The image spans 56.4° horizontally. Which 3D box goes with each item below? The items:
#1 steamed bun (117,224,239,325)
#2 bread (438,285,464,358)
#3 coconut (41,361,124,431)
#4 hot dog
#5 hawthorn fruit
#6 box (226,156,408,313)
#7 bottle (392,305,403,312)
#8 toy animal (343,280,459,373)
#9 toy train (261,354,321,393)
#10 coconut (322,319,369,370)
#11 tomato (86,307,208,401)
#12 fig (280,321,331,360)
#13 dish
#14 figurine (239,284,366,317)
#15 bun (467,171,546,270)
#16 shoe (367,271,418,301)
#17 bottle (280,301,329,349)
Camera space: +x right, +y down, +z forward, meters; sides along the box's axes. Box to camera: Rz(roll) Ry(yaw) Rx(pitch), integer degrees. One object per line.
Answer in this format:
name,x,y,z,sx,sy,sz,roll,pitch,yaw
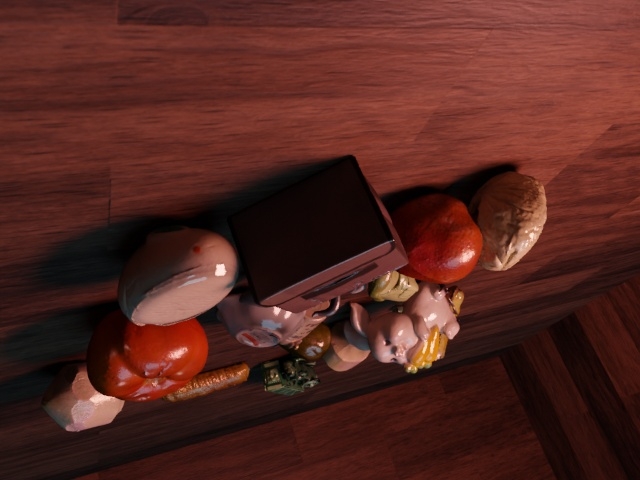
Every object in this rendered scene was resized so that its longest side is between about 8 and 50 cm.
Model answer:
steamed bun,-0.245,0.052,1.025,0.228,0.130,0.177,-35,153,32
bread,0.385,0.263,2.020,0.133,0.251,0.174,18,176,29
coconut,-0.570,0.369,1.429,0.183,0.170,0.171,4,147,-48
hot dog,-0.367,0.457,1.908,0.289,0.068,0.083,-11,148,-19
hawthorn fruit,0.204,0.002,1.222,0.226,0.196,0.196,-7,154,-14
box,0.000,0.000,1.053,0.252,0.188,0.153,-28,154,12
bottle,0.272,0.230,1.972,0.083,0.030,0.030,4,147,-46
toy animal,0.242,0.247,1.751,0.310,0.247,0.182,-33,141,-9
toy train,-0.100,0.471,2.108,0.155,0.115,0.269,-17,158,13
coconut,0.083,0.332,1.903,0.147,0.147,0.152,-5,151,-31
tomato,-0.363,0.226,1.254,0.260,0.179,0.259,-20,156,-9
fig,-0.062,0.262,1.700,0.126,0.185,0.133,-57,-167,-8
dish,-0.145,0.202,1.413,0.230,0.081,0.229,3,149,2
figurine,-0.035,0.095,1.293,0.265,0.140,0.193,25,152,-31
bun,0.376,-0.041,1.268,0.135,0.220,0.220,19,148,-5
shoe,0.166,0.071,1.417,0.128,0.139,0.262,-10,162,2
bottle,-0.057,0.213,1.562,0.097,0.110,0.209,-18,159,-35
